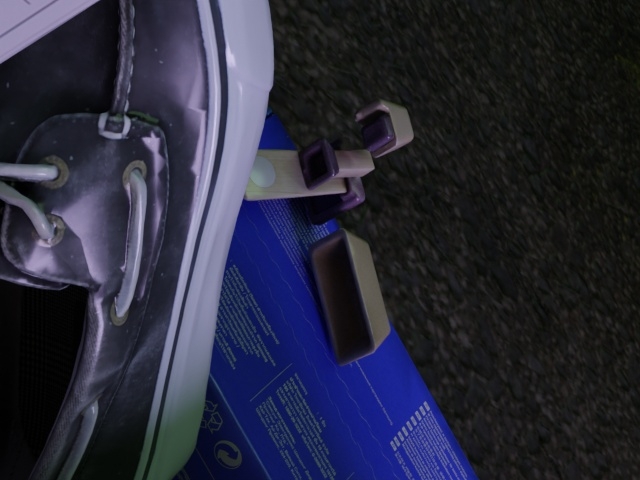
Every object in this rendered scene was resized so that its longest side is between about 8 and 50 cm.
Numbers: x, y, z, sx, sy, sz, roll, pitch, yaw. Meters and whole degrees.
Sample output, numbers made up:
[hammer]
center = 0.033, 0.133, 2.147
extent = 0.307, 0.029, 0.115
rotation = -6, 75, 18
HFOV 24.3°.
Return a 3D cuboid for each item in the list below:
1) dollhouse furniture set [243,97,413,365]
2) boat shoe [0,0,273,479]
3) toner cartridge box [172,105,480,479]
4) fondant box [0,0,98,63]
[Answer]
[dollhouse furniture set]
center = 0.000, 0.000, 0.723
extent = 0.081, 0.091, 0.114
rotation = -4, 74, -40
[boat shoe]
center = -0.098, -0.014, 0.566
extent = 0.119, 0.121, 0.335
rotation = -35, 135, -51
[toner cartridge box]
center = -0.004, 0.116, 0.771
extent = 0.348, 0.075, 0.165
rotation = 61, 32, -6
[fondant box]
center = -0.062, -0.171, 0.388
extent = 0.096, 0.330, 0.238
rotation = 41, 39, -35
